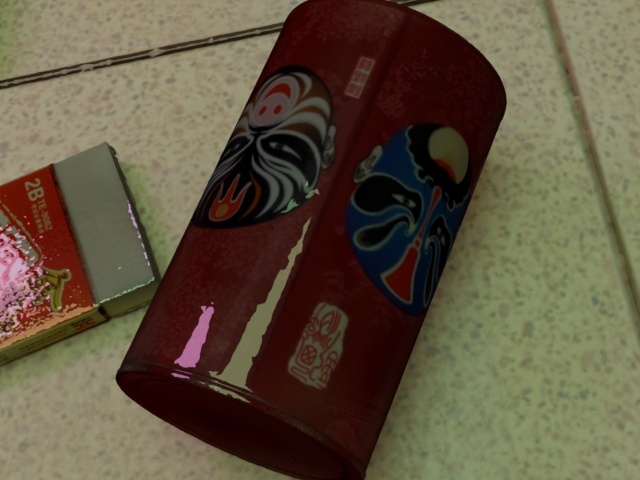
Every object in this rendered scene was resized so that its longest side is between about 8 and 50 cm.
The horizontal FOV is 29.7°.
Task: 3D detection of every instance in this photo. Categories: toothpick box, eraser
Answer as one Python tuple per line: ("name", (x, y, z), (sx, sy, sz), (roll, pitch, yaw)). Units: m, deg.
("toothpick box", (0.000, 0.000, 0.948), (0.204, 0.204, 0.333), (17, 69, 16))
("eraser", (-0.267, 0.023, 1.067), (0.230, 0.038, 0.157), (-23, 63, -2))
